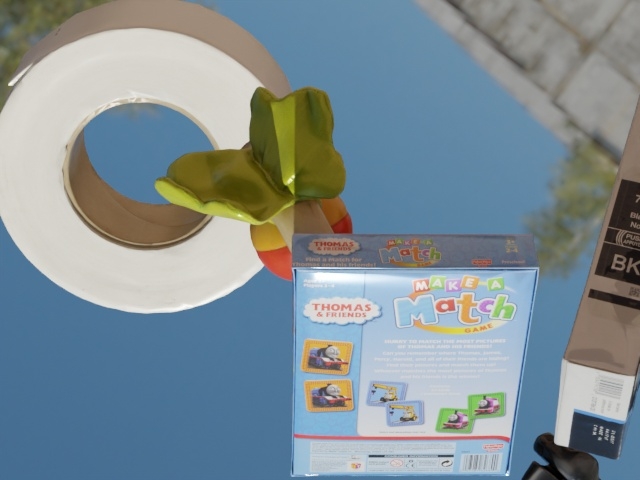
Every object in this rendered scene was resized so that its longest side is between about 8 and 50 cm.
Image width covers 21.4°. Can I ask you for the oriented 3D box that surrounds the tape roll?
[{"bbox_3d":[-0.159,-0.079,1.571,0.286,0.286,0.100,31,-158,-12],"label":"tape roll"}]

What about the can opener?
[{"bbox_3d":[0.262,0.246,1.616,0.186,0.073,0.059,39,-170,-30],"label":"can opener"}]

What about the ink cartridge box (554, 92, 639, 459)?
[{"bbox_3d":[0.268,0.002,1.426,0.065,0.165,0.332,13,-118,13],"label":"ink cartridge box"}]

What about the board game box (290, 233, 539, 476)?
[{"bbox_3d":[0.059,0.083,1.162,0.160,0.211,0.039,0,-136,-1],"label":"board game box"}]

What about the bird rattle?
[{"bbox_3d":[0.000,0.000,1.302,0.253,0.143,0.207,53,-177,-14],"label":"bird rattle"}]
